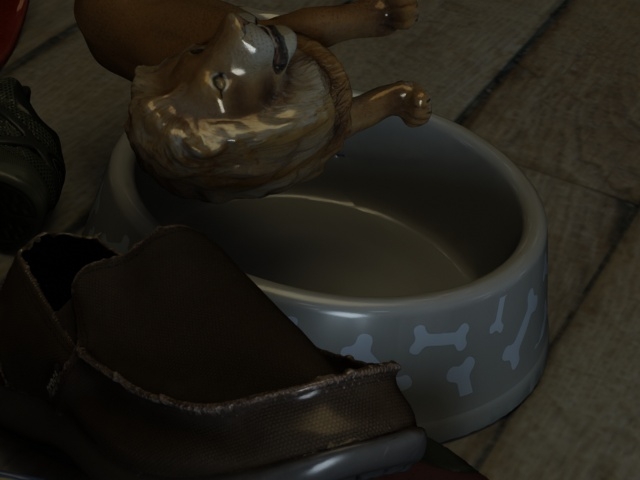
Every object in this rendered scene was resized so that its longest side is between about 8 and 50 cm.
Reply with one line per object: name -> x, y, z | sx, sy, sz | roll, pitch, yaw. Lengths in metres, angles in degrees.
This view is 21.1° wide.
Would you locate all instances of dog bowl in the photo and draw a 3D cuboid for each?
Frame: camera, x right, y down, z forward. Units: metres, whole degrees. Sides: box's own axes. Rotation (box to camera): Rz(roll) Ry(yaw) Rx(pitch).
dog bowl -> 0.000, 0.000, 1.208 | 0.349, 0.102, 0.349 | 8, 31, -5

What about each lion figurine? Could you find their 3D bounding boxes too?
lion figurine -> -0.082, -0.136, 1.209 | 0.240, 0.142, 0.392 | -18, 26, -26

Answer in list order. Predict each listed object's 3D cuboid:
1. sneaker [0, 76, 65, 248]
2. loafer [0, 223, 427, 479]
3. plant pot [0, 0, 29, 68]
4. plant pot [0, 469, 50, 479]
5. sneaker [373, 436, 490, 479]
sneaker -> -0.292, -0.075, 1.263 | 0.227, 0.087, 0.130 | 16, 30, 4
loafer -> -0.088, 0.059, 0.936 | 0.134, 0.130, 0.366 | -9, 10, -39
plant pot -> -0.396, -0.282, 1.419 | 0.265, 0.272, 0.272 | 4, 31, 5
plant pot -> -0.175, 0.194, 0.571 | 0.236, 0.212, 0.236 | 7, 41, 20
sneaker -> -0.011, 0.166, 0.962 | 0.281, 0.106, 0.162 | 6, 21, -16
